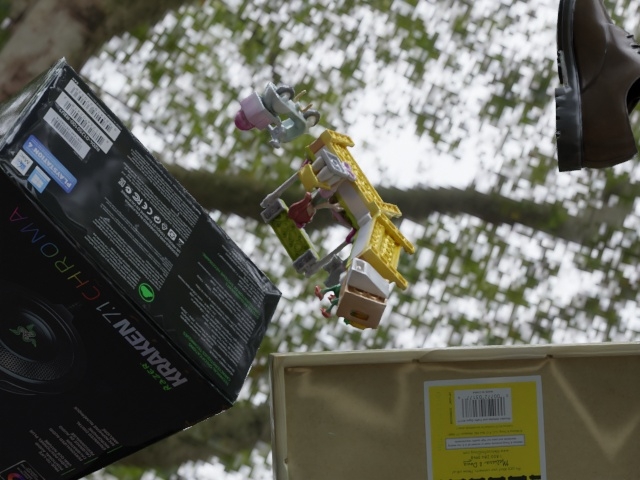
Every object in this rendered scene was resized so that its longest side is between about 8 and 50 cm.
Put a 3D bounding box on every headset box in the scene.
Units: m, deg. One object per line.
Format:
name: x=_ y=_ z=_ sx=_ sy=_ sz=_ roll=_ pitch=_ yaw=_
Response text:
headset box: x=-0.220 y=0.047 z=1.142 sx=0.283 sy=0.131 sz=0.246 roll=-27 pitch=-66 yaw=34

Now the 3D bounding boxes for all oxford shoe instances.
oxford shoe: x=0.266 y=-0.168 z=1.440 sx=0.096 sy=0.227 sz=0.083 roll=-2 pitch=-22 yaw=11

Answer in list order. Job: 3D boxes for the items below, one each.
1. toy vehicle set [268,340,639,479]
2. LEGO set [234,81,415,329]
toy vehicle set: x=0.103 y=0.149 z=0.971 sx=0.266 sy=0.166 sz=0.035 roll=-1 pitch=-2 yaw=-6
LEGO set: x=0.000 y=0.000 z=1.329 sx=0.107 sy=0.287 sz=0.132 roll=-40 pitch=-44 yaw=19
